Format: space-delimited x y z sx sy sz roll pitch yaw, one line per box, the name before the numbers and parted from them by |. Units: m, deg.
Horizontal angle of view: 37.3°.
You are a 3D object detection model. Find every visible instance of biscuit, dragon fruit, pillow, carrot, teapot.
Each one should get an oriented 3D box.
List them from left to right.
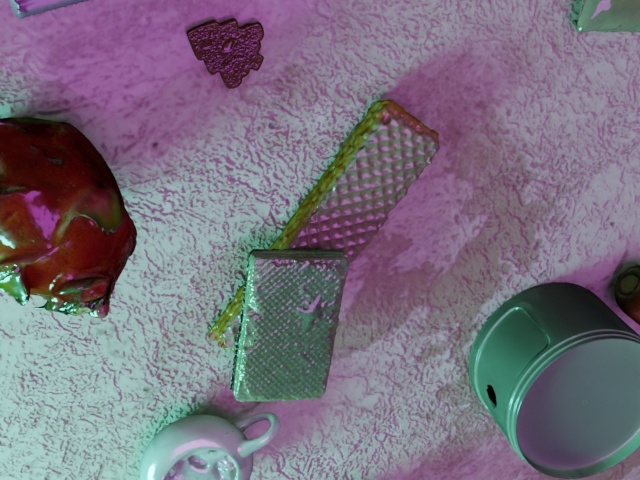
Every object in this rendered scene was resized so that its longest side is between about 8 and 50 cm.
dragon fruit | -0.318 -0.031 0.975 0.269 0.198 0.200 14 68 -24
teapot | -0.153 0.286 1.233 0.226 0.092 0.145 -34 122 0
biscuit | -0.106 -0.212 1.048 0.092 0.016 0.082 17 114 -21
biscuit | -0.038 0.106 1.144 0.121 0.040 0.200 1 114 -18
biscuit | 0.000 0.000 1.158 0.094 0.054 0.379 31 104 -26
pillow | 0.365 -0.342 1.099 0.119 0.053 0.208 -2 119 -13
carrot | 0.494 0.102 1.335 0.193 0.087 0.087 32 103 -28

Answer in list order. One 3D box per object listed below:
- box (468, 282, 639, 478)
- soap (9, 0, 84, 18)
box | 0.335 0.190 1.293 0.226 0.149 0.226 -6 116 -13
soap | -0.172 -0.294 0.897 0.259 0.181 0.081 -17 119 -9
